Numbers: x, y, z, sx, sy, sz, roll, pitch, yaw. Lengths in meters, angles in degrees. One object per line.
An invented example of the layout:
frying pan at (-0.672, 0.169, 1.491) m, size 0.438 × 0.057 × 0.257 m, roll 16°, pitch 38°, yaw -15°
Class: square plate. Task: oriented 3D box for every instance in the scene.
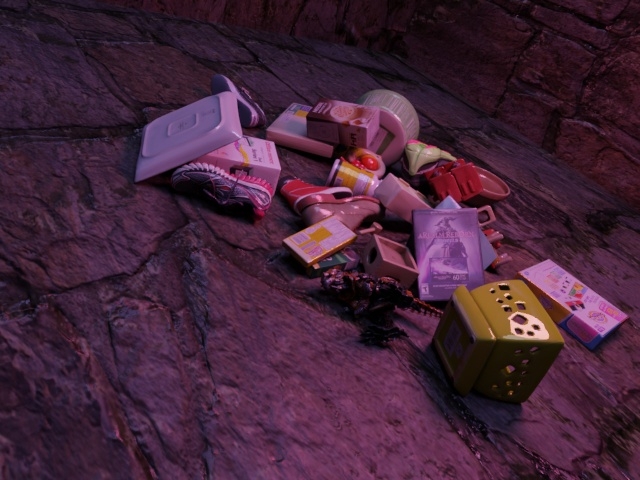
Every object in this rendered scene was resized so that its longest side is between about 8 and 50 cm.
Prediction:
square plate at (-0.416, -0.340, 1.694) m, size 0.344 × 0.049 × 0.347 m, roll -22°, pitch 38°, yaw 4°

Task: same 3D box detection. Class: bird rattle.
bird rattle at (0.156, -0.301, 2.096) m, size 0.206 × 0.143 × 0.253 m, roll 15°, pitch 34°, yaw -15°

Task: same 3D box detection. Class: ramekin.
ramekin at (0.234, -0.438, 2.211) m, size 0.303 × 0.303 × 0.148 m, roll 26°, pitch 39°, yaw 7°

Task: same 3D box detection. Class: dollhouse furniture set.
dollhouse furniture set at (0.505, -0.087, 1.908) m, size 0.201 × 0.152 × 0.374 m, roll -67°, pitch 133°, yaw -78°

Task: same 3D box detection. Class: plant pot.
plant pot at (0.415, 0.018, 1.702) m, size 0.165 × 0.165 × 0.234 m, roll -42°, pitch 76°, yaw -11°
plant pot at (0.413, 0.244, 1.349) m, size 0.207 × 0.228 × 0.227 m, roll 3°, pitch 35°, yaw -15°
plant pot at (0.661, -0.215, 2.302) m, size 0.237 × 0.110 × 0.237 m, roll 16°, pitch 33°, yaw -11°

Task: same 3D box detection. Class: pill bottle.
pill bottle at (0.130, -0.196, 1.936) m, size 0.208 × 0.119 × 0.119 m, roll 22°, pitch 31°, yaw 0°

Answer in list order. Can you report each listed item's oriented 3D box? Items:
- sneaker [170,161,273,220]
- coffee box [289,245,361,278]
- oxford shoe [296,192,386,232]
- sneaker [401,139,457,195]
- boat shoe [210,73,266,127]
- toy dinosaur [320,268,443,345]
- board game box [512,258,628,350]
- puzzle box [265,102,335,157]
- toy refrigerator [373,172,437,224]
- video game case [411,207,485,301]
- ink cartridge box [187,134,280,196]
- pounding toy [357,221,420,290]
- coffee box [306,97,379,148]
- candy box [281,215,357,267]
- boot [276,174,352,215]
sneaker at (-0.292, -0.145, 1.608) m, size 0.299 × 0.121 × 0.112 m, roll 11°, pitch 63°, yaw -3°
coffee box at (0.016, 0.046, 1.569) m, size 0.184 × 0.040 × 0.113 m, roll -9°, pitch 44°, yaw -40°
oxford shoe at (0.081, -0.066, 1.746) m, size 0.348 × 0.123 × 0.130 m, roll -2°, pitch 65°, yaw -36°
sneaker at (0.415, -0.279, 2.199) m, size 0.185 × 0.202 × 0.482 m, roll 25°, pitch 13°, yaw 24°
boat shoe at (-0.329, -0.566, 2.226) m, size 0.306 × 0.113 × 0.105 m, roll 43°, pitch 30°, yaw 26°
toy dinosaur at (0.164, 0.145, 1.423) m, size 0.321 × 0.164 × 0.218 m, roll -4°, pitch 18°, yaw -2°
board game box at (0.818, 0.200, 1.809) m, size 0.242 × 0.064 × 0.316 m, roll -12°, pitch 45°, yaw -43°
puzzle box at (-0.040, -0.464, 2.268) m, size 0.272 × 0.052 × 0.409 m, roll 15°, pitch 31°, yaw 6°
toy refrigerator at (0.315, -0.120, 1.868) m, size 0.269 × 0.094 × 0.102 m, roll 27°, pitch 23°, yaw -37°
video game case at (0.373, 0.040, 1.603) m, size 0.196 × 0.026 × 0.274 m, roll -1°, pitch 77°, yaw -3°
ink cartridge box at (-0.282, -0.256, 1.772) m, size 0.278 × 0.117 × 0.201 m, roll 9°, pitch 33°, yaw -19°
pounding toy at (0.167, 0.039, 1.607) m, size 0.181 × 0.094 × 0.206 m, roll 20°, pitch 29°, yaw -22°
coffee box at (0.085, -0.444, 2.071) m, size 0.246 × 0.098 × 0.141 m, roll 15°, pitch 48°, yaw 19°
candy box at (0.000, 0.000, 1.541) m, size 0.206 × 0.027 × 0.105 m, roll -27°, pitch 59°, yaw -39°
boot at (-0.025, -0.171, 1.839) m, size 0.244 × 0.088 × 0.176 m, roll -11°, pitch 43°, yaw -37°
